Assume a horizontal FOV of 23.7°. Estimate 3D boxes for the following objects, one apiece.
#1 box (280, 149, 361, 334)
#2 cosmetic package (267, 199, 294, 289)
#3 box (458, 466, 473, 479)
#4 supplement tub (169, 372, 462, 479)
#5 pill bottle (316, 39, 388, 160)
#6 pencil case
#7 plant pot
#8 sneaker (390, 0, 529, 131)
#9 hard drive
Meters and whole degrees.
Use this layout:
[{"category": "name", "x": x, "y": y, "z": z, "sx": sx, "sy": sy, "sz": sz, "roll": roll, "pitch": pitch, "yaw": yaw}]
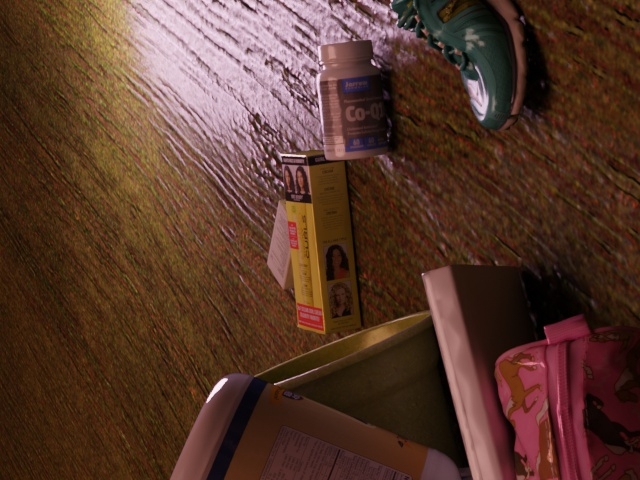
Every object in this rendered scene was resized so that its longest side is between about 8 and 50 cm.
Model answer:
[{"category": "box", "x": 0.000, "y": 0.000, "z": 1.972, "sx": 0.087, "sy": 0.058, "sz": 0.232, "roll": 11, "pitch": 109, "yaw": 62}, {"category": "cosmetic package", "x": -0.036, "y": 0.004, "z": 2.069, "sx": 0.060, "sy": 0.041, "sz": 0.115, "roll": 57, "pitch": 146, "yaw": 40}, {"category": "box", "x": 0.189, "y": 0.346, "z": 1.642, "sx": 0.036, "sy": 0.114, "sz": 0.207, "roll": -24, "pitch": -73, "yaw": -75}, {"category": "supplement tub", "x": 0.007, "y": 0.289, "z": 1.538, "sx": 0.228, "sy": 0.316, "sz": 0.228, "roll": 22, "pitch": -90, "yaw": -87}, {"category": "pill bottle", "x": 0.036, "y": -0.167, "z": 1.814, "sx": 0.078, "sy": 0.078, "sz": 0.137, "roll": 7, "pitch": 106, "yaw": 64}, {"category": "pencil case", "x": 0.248, "y": 0.267, "z": 1.353, "sx": 0.167, "sy": 0.160, "sz": 0.386, "roll": 135, "pitch": 135, "yaw": -58}, {"category": "plant pot", "x": 0.052, "y": 0.247, "z": 1.756, "sx": 0.276, "sy": 0.276, "sz": 0.254, "roll": -21, "pitch": 91, "yaw": 64}, {"category": "sneaker", "x": 0.128, "y": -0.225, "z": 1.566, "sx": 0.275, "sy": 0.110, "sz": 0.107, "roll": 67, "pitch": 151, "yaw": 25}, {"category": "hard drive", "x": 0.188, "y": 0.177, "z": 1.509, "sx": 0.040, "sy": 0.203, "sz": 0.307, "roll": -18, "pitch": 81, "yaw": 24}]
